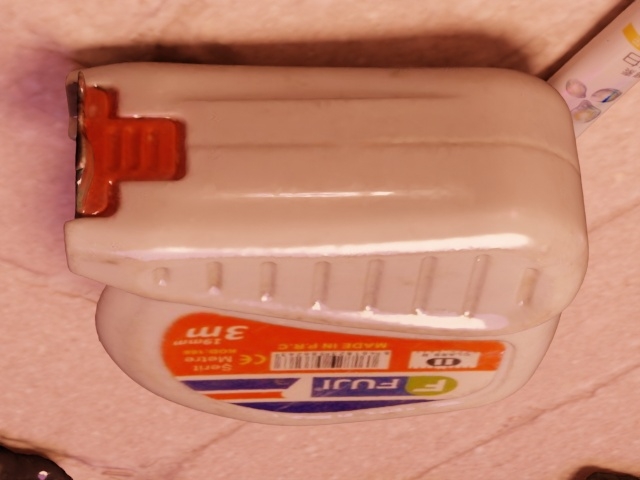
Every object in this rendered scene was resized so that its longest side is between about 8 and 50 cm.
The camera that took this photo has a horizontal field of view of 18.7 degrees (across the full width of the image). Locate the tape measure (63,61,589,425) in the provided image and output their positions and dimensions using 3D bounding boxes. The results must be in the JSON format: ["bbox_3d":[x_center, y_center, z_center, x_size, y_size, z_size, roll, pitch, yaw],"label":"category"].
[{"bbox_3d":[0.000,0.000,1.020,0.258,0.130,0.265,-2,153,-5],"label":"tape measure"}]

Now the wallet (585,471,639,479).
[{"bbox_3d":[0.219,0.300,1.473,0.168,0.052,0.245,15,101,-33],"label":"wallet"}]

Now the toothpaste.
[{"bbox_3d":[0.149,-0.090,1.000,0.048,0.031,0.190,15,144,-26],"label":"toothpaste"}]

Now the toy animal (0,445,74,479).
[{"bbox_3d":[-0.280,0.210,1.307,0.225,0.094,0.121,-27,141,30],"label":"toy animal"}]
